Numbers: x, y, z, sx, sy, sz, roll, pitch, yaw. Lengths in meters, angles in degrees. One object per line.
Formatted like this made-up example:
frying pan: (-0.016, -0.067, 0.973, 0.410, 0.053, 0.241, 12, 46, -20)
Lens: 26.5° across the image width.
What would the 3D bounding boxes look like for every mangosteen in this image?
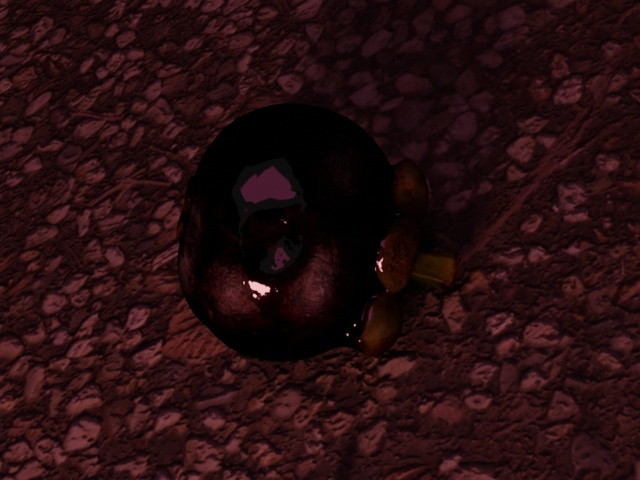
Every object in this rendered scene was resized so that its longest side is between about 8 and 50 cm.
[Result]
mangosteen: (0.000, 0.000, 1.442, 0.302, 0.275, 0.275, 13, 57, -4)

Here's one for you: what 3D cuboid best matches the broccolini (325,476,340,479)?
broccolini: (-0.038, 0.335, 1.325, 0.051, 0.054, 0.239, 7, 55, 46)
